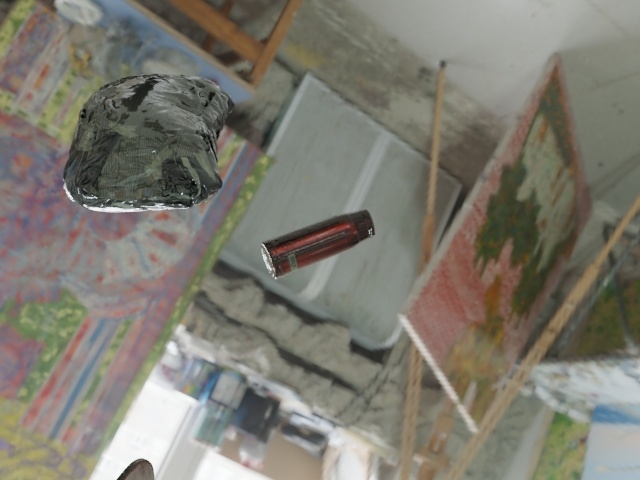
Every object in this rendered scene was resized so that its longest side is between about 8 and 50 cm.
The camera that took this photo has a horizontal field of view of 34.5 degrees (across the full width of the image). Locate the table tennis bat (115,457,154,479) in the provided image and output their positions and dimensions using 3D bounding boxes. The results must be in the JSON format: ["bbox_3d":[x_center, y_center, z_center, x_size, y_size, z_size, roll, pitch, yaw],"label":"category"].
[{"bbox_3d":[-0.249,0.350,1.162,0.022,0.234,0.131,18,135,16],"label":"table tennis bat"}]

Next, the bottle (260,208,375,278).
[{"bbox_3d":[0.000,0.000,1.467,0.060,0.164,0.060,159,90,-77],"label":"bottle"}]

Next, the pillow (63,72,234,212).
[{"bbox_3d":[-0.177,-0.112,1.099,0.162,0.092,0.335,6,-157,-6],"label":"pillow"}]
